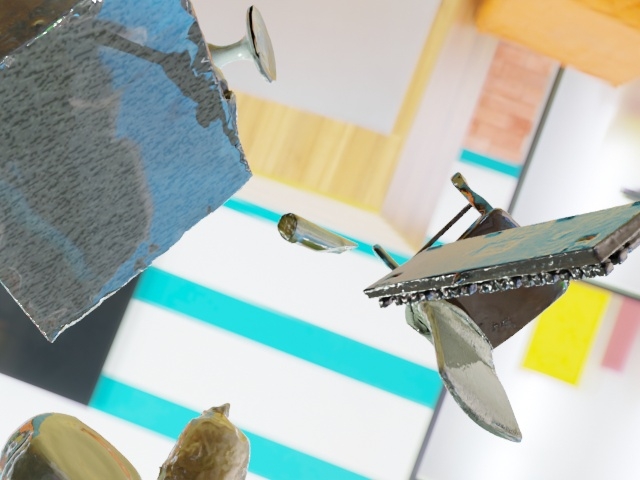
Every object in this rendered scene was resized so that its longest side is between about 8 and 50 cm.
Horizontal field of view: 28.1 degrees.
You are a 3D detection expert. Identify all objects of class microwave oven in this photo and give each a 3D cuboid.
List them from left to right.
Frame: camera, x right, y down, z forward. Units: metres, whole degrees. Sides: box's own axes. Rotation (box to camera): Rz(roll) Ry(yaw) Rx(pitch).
[{"bbox_3d":[-0.284,-0.153,1.329,0.236,0.374,0.432,44,167,25],"label":"microwave oven"}]

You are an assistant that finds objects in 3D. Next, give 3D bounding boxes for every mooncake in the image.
[{"bbox_3d":[-0.397,0.399,2.041,0.275,0.135,0.275,44,-175,-5],"label":"mooncake"}]

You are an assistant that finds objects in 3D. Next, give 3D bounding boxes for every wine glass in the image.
[{"bbox_3d":[-0.191,-0.255,1.854,0.241,0.126,0.126,-12,164,12],"label":"wine glass"}]

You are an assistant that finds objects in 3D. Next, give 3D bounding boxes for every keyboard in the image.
[{"bbox_3d":[0.156,0.017,1.100,0.317,0.106,0.027,-13,107,58],"label":"keyboard"}]

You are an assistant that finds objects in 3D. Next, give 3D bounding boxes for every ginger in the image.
[{"bbox_3d":[-0.179,0.345,1.783,0.152,0.267,0.138,37,151,7],"label":"ginger"}]

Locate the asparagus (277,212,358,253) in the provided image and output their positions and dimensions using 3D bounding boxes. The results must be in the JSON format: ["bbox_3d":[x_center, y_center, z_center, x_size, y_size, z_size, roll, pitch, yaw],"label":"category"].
[{"bbox_3d":[0.000,0.000,1.890,0.045,0.041,0.178,27,-178,38],"label":"asparagus"}]

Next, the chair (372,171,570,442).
[{"bbox_3d":[0.194,0.070,1.525,0.160,0.186,0.319,46,-174,-27],"label":"chair"}]
